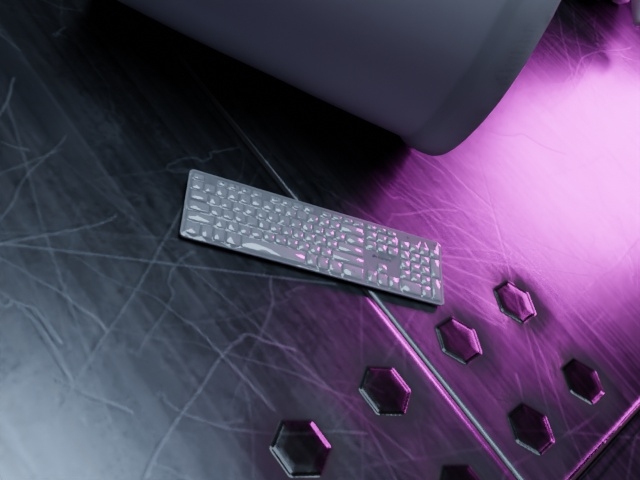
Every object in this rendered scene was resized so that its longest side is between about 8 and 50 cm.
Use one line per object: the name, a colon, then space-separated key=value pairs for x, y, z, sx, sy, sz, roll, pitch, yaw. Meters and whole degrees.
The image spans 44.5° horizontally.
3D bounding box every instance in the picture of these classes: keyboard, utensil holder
keyboard: x=0.000 y=0.000 z=0.708 sx=0.256 sy=0.014 sz=0.072 roll=16 pitch=48 yaw=-19
utensil holder: x=0.011 y=-0.308 z=0.755 sx=0.385 sy=0.327 sz=0.327 roll=24 pitch=45 yaw=-10

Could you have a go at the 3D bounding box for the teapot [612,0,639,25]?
teapot: x=0.521 y=-0.498 z=1.325 sx=0.256 sy=0.187 sz=0.252 roll=-33 pitch=46 yaw=-27
